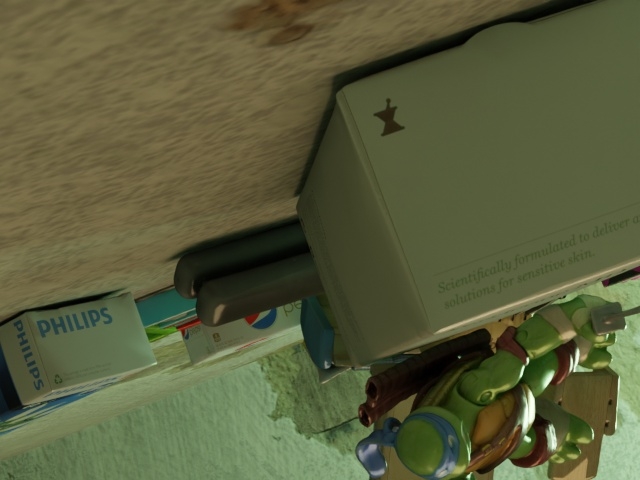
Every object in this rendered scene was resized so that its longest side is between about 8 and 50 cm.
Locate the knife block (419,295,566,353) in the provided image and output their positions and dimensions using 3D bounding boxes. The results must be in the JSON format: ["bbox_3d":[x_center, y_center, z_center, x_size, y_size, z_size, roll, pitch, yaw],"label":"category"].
[{"bbox_3d":[0.153,0.005,1.299,0.088,0.242,0.275,-1,-157,-18],"label":"knife block"}]

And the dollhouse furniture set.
[{"bbox_3d":[0.134,0.187,1.470,0.286,0.198,0.303,0,-163,-13],"label":"dollhouse furniture set"}]

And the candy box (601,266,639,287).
[{"bbox_3d":[0.330,-0.073,1.136,0.233,0.159,0.071,-25,173,26],"label":"candy box"}]

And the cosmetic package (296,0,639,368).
[{"bbox_3d":[0.104,-0.022,0.881,0.197,0.155,0.365,-19,175,-6],"label":"cosmetic package"}]

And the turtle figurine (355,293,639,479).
[{"bbox_3d":[0.188,0.145,0.981,0.275,0.197,0.266,-18,180,25],"label":"turtle figurine"}]

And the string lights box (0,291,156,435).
[{"bbox_3d":[-0.294,0.132,1.216,0.260,0.076,0.133,-26,170,36],"label":"string lights box"}]

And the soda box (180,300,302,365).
[{"bbox_3d":[-0.063,0.084,1.585,0.216,0.069,0.074,-18,173,-32],"label":"soda box"}]

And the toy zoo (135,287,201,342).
[{"bbox_3d":[-0.102,0.055,1.390,0.293,0.030,0.192,-21,173,2],"label":"toy zoo"}]

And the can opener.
[{"bbox_3d":[0.000,0.000,1.175,0.280,0.074,0.093,-19,140,-31],"label":"can opener"}]

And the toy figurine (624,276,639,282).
[{"bbox_3d":[0.409,-0.022,1.789,0.173,0.159,0.130,-20,173,-17],"label":"toy figurine"}]
